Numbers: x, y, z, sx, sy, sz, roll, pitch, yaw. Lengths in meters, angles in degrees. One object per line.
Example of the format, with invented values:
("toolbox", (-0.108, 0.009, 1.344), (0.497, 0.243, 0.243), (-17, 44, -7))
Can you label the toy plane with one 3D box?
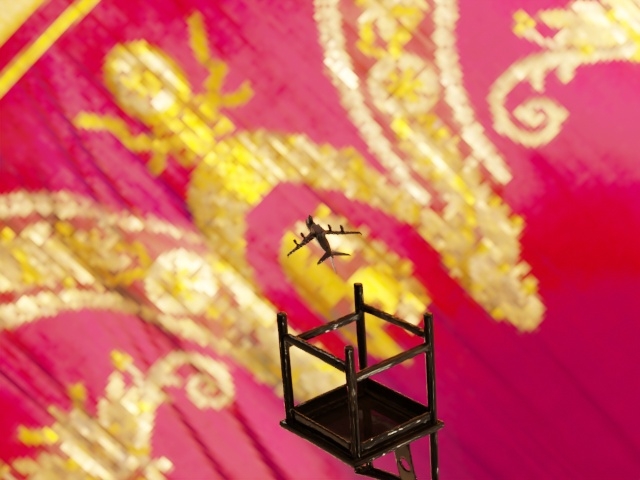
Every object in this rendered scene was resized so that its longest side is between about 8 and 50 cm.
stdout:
("toy plane", (0.000, -0.002, 1.544), (0.078, 0.024, 0.084), (-17, -137, -12))

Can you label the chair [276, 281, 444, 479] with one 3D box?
("chair", (0.048, 0.200, 1.810), (0.141, 0.260, 0.154), (-19, -154, -33))
